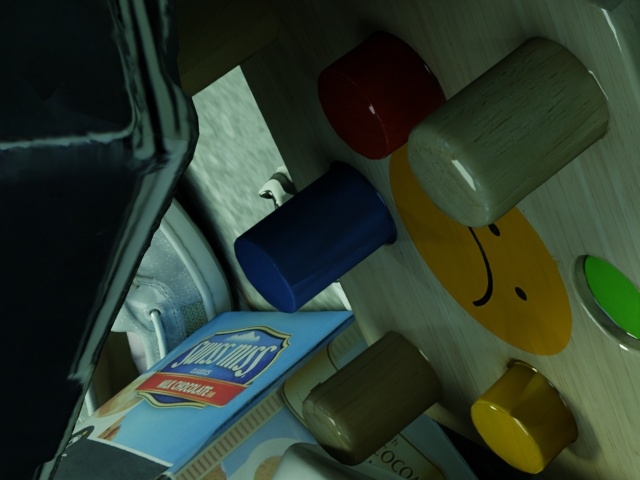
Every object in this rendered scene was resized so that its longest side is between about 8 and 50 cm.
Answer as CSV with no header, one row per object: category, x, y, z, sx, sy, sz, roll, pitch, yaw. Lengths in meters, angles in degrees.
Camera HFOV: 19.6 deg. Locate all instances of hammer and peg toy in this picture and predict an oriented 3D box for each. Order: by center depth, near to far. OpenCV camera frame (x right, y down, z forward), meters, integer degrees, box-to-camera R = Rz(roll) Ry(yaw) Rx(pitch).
hammer and peg toy,0.041,-0.048,0.648,0.266,0.127,0.361,23,145,54

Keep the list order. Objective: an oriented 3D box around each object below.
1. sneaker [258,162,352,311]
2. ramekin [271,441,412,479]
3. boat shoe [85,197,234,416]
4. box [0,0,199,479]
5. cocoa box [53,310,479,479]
sneaker,0.000,0.000,0.915,0.040,0.044,0.109,23,146,47
ramekin,0.080,0.199,0.790,0.273,0.127,0.273,26,180,0
boat shoe,-0.123,0.053,1.158,0.118,0.103,0.320,37,154,33
box,-0.254,-0.147,0.619,0.480,0.297,0.471,123,139,-67
cocoa box,-0.003,0.236,1.016,0.347,0.228,0.231,54,163,-11
